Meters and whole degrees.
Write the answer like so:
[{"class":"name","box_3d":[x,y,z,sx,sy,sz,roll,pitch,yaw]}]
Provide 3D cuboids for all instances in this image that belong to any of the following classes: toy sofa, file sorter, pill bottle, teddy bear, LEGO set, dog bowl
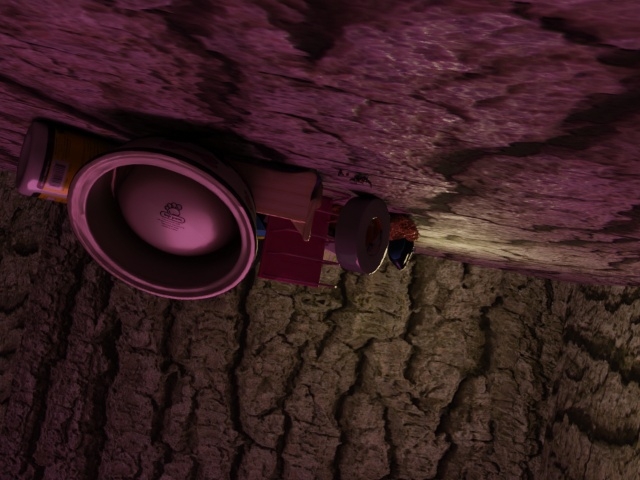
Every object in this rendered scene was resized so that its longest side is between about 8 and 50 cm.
[{"class":"toy sofa","box_3d":[-0.175,-0.136,1.207,0.362,0.177,0.150,11,-158,-2]},{"class":"file sorter","box_3d":[-0.040,-0.013,1.418,0.202,0.291,0.182,12,174,-25]},{"class":"pill bottle","box_3d":[-0.605,-0.179,1.278,0.333,0.188,0.187,13,176,-41]},{"class":"teddy bear","box_3d":[0.184,-0.046,1.673,0.337,0.113,0.245,11,175,3]},{"class":"LEGO set","box_3d":[0.080,-0.144,1.070,0.083,0.024,0.054,26,170,-21]},{"class":"dog bowl","box_3d":[-0.328,-0.058,1.068,0.407,0.408,0.150,11,-140,-1]}]

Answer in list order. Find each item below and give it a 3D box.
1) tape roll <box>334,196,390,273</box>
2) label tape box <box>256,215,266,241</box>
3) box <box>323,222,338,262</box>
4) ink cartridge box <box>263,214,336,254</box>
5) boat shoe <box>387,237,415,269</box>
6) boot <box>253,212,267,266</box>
[{"class":"tape roll","box_3d":[0.124,-0.016,1.375,0.072,0.219,0.219,10,177,30]},{"class":"label tape box","box_3d":[-0.341,-0.036,1.695,0.240,0.106,0.333,4,160,-46]},{"class":"box","box_3d":[0.000,0.000,1.954,0.242,0.118,0.214,-1,153,-9]},{"class":"ink cartridge box","box_3d":[-0.041,-0.047,1.740,0.332,0.065,0.165,26,-163,-10]},{"class":"boat shoe","box_3d":[0.299,0.028,1.791,0.108,0.089,0.258,-9,-158,30]},{"class":"boot","box_3d":[-0.360,-0.028,1.981,0.366,0.146,0.445,11,158,-20]}]
